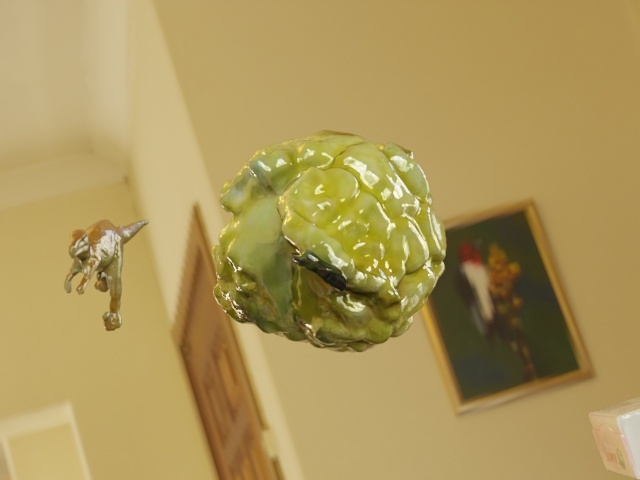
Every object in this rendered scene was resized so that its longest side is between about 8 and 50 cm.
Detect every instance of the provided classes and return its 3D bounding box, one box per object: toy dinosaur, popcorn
[{"bbox_3d":[-0.182,-0.004,1.199,0.039,0.162,0.126,7,-43,9],"label":"toy dinosaur"},{"bbox_3d":[0.004,-0.006,1.571,0.293,0.237,0.293,22,-27,12],"label":"popcorn"}]

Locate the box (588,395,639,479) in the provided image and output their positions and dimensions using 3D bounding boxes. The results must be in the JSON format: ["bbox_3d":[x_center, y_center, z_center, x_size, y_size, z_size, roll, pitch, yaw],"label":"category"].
[{"bbox_3d":[0.252,0.119,0.937,0.125,0.043,0.089,-18,-4,-2],"label":"box"}]
